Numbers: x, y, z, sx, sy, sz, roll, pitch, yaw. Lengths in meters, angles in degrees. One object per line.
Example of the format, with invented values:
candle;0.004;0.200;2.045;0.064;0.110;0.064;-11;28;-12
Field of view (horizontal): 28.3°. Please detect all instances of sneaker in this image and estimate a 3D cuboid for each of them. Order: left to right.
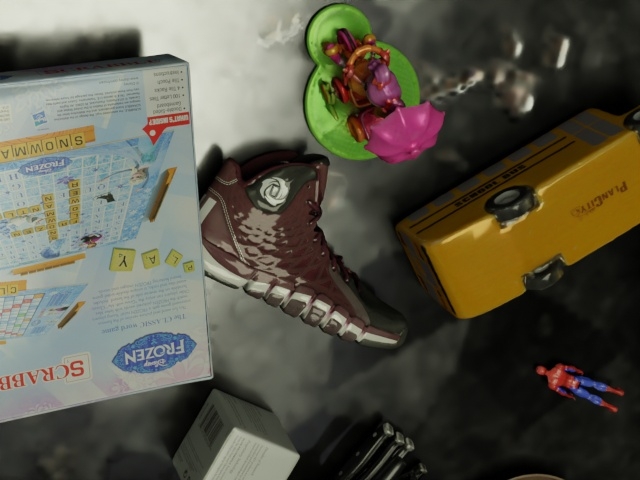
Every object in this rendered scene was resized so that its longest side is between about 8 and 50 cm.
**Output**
sneaker;0.000;0.000;1.328;0.281;0.106;0.162;25;95;-24

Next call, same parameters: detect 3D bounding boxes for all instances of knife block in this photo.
knife block;0.007;0.341;1.449;0.276;0.088;0.242;-8;109;-16

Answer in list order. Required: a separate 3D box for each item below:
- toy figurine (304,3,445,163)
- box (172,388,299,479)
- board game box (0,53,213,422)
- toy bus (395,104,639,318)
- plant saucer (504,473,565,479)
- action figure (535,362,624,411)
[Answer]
toy figurine;0.061;-0.146;1.269;0.130;0.159;0.173;-25;113;-10
box;-0.093;0.235;1.372;0.087;0.101;0.102;26;99;-25
board game box;-0.267;0.004;1.167;0.319;0.066;0.318;-9;109;-22
toy bus;0.259;-0.046;1.385;0.333;0.130;0.108;-31;113;-7
plant saucer;0.241;0.371;1.567;0.198;0.036;0.198;-5;108;-17
action figure;0.309;0.174;1.531;0.115;0.030;0.038;23;93;-19
